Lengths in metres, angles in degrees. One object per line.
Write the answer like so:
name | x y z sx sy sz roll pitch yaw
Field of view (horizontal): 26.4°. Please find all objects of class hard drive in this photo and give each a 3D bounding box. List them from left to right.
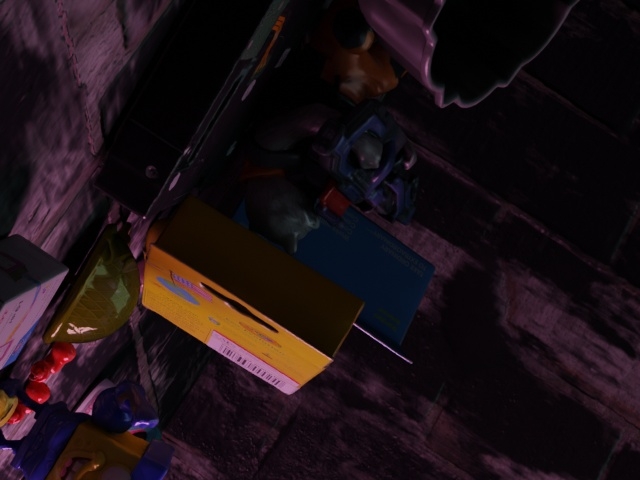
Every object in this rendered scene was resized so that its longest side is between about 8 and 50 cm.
hard drive | -0.059 -0.188 1.169 0.339 0.064 0.237 -57 177 14

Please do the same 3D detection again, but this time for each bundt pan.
bundt pan | 0.148 -0.285 1.192 0.331 0.124 0.331 -43 155 -26

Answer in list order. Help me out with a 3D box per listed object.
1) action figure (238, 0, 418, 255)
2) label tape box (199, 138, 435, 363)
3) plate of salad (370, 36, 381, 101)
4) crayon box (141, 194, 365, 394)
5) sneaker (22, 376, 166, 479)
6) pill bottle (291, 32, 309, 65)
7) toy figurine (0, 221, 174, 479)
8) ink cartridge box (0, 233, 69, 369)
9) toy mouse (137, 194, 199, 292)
action figure | 0.020 -0.135 1.395 0.330 0.178 0.341 -64 162 -12
label tape box | 0.000 0.000 1.554 0.106 0.240 0.333 -55 -165 0
plate of salad | 0.057 -0.235 1.788 0.200 0.048 0.200 -177 -90 -70
crayon box | -0.073 0.059 1.364 0.081 0.202 0.318 -58 -178 -14
sneaker | -0.299 0.349 1.791 0.295 0.178 0.124 -56 177 -14
pill bottle | 0.007 -0.217 1.718 0.086 0.086 0.152 -55 177 -30
toy figurine | -0.202 0.185 1.303 0.362 0.217 0.191 -57 177 7
ink cartridge box | -0.236 0.053 0.948 0.088 0.052 0.122 -57 176 14
toy mouse | -0.179 0.005 1.560 0.161 0.031 0.143 -57 177 7
